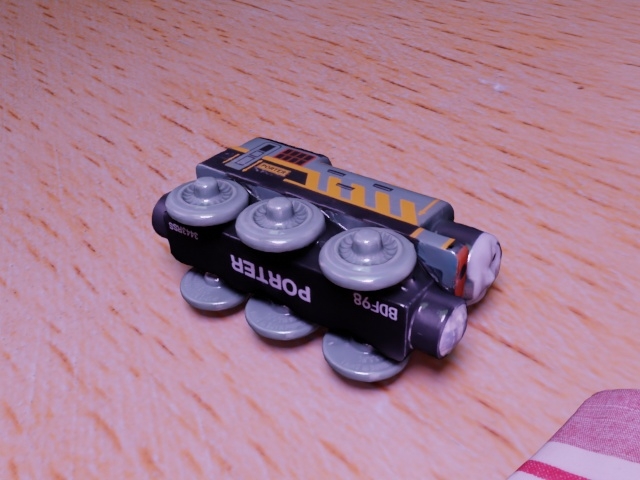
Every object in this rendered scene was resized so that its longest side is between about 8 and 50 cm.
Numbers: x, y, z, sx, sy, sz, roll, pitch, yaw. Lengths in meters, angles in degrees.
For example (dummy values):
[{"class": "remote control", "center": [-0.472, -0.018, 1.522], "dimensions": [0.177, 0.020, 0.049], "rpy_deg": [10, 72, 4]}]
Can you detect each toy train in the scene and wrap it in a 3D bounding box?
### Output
[{"class": "toy train", "center": [0.000, 0.000, 0.629], "dimensions": [0.334, 0.142, 0.190], "rpy_deg": [20, 39, 31]}]

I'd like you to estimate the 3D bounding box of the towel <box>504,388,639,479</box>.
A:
[{"class": "towel", "center": [0.119, 0.180, 0.350], "dimensions": [0.329, 0.037, 0.237], "rpy_deg": [-30, -1, -21]}]
